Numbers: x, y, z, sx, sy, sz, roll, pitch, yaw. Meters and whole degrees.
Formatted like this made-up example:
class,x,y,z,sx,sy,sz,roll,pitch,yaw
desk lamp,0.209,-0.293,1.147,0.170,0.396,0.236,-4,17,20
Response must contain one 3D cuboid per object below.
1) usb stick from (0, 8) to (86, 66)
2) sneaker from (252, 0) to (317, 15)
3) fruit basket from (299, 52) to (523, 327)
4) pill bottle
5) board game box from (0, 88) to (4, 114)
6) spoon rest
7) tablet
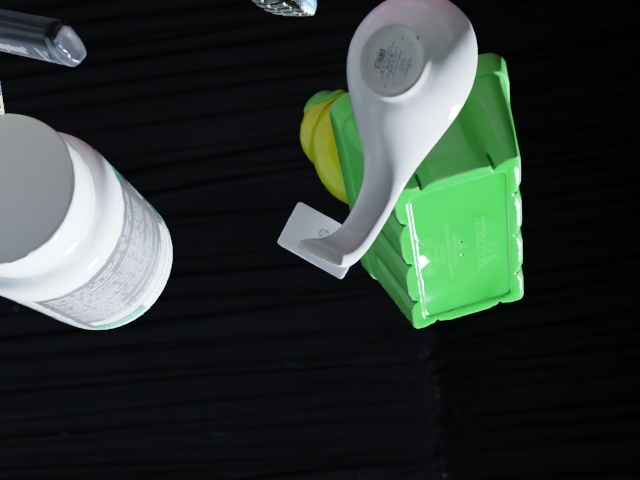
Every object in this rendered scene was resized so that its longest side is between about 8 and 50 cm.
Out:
class,x,y,z,sx,sy,sz,roll,pitch,yaw
usb stick,-0.432,-0.286,1.357,0.045,0.278,0.077,-59,144,-21
sneaker,-0.051,-0.285,0.982,0.162,0.063,0.073,40,73,-42
fruit basket,0.131,-0.107,1.423,0.392,0.283,0.392,164,-90,-88
pill bottle,-0.321,-0.013,1.216,0.361,0.204,0.204,68,18,-76
board game box,-0.516,-0.153,1.341,0.193,0.045,0.147,-47,160,-38
spoon rest,0.062,-0.109,0.972,0.084,0.137,0.276,9,105,-62
tablet,0.000,0.000,1.085,0.054,0.083,0.006,-62,177,12
